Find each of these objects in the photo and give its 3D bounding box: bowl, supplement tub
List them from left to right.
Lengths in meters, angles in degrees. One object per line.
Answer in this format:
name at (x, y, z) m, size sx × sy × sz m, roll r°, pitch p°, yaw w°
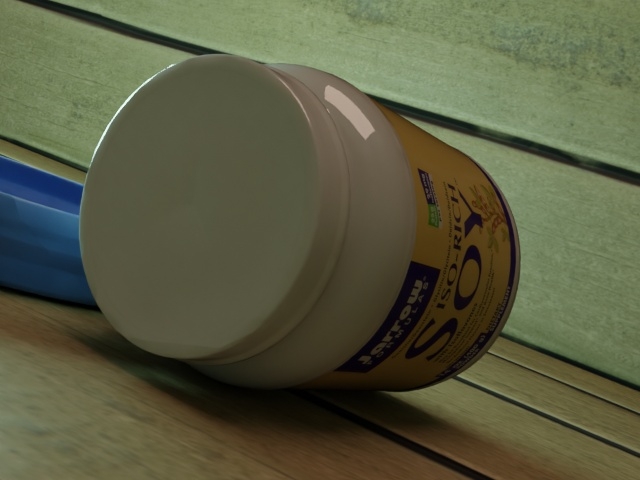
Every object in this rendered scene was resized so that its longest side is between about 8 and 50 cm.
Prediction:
bowl at (-0.304, -0.028, 0.853) m, size 0.391 × 0.077 × 0.391 m, roll 20°, pitch 2°, yaw -1°
supplement tub at (0.000, 0.000, 0.718) m, size 0.241 × 0.241 × 0.331 m, roll 21°, pitch 3°, yaw 32°
